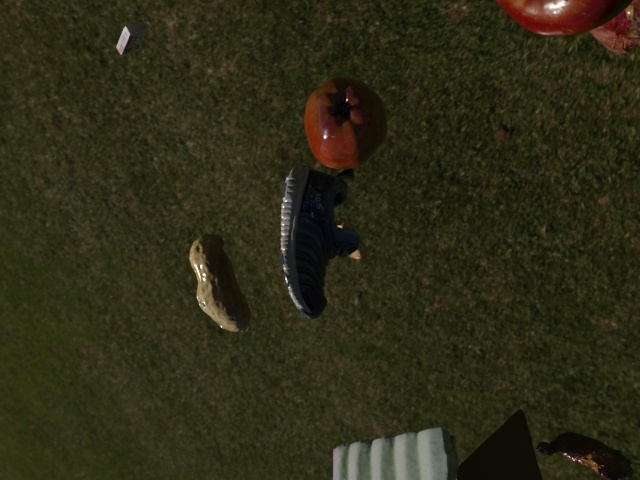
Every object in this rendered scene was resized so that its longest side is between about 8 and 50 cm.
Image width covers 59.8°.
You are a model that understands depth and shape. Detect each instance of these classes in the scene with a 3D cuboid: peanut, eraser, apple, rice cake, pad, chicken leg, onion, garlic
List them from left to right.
[{"bbox_3d":[-0.495,-0.529,1.456,0.122,0.052,0.029,-16,107,58],"label":"eraser"},{"bbox_3d":[-0.209,0.091,1.151,0.099,0.099,0.214,-16,89,39],"label":"peanut"},{"bbox_3d":[0.061,-0.298,1.391,0.234,0.234,0.234,17,130,21],"label":"apple"},{"bbox_3d":[0.098,-0.004,2.046,0.099,0.124,0.174,-37,86,34],"label":"garlic"},{"bbox_3d":[0.082,0.312,0.603,0.189,0.198,0.037,-21,136,34],"label":"rice cake"},{"bbox_3d":[0.149,0.223,0.421,0.003,0.112,0.157,-14,91,46],"label":"pad"},{"bbox_3d":[0.421,-0.517,0.948,0.288,0.317,0.288,23,163,8],"label":"apple"},{"bbox_3d":[0.328,0.268,0.697,0.145,0.062,0.037,22,109,-7],"label":"chicken leg"},{"bbox_3d":[0.704,-0.545,1.235,0.276,0.276,0.276,17,130,21],"label":"onion"}]

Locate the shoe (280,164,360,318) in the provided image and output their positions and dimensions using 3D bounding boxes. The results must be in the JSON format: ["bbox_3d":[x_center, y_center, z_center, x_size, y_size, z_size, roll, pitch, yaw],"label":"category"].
[{"bbox_3d":[0.000,0.000,0.736,0.106,0.207,0.091,4,169,2],"label":"shoe"}]
